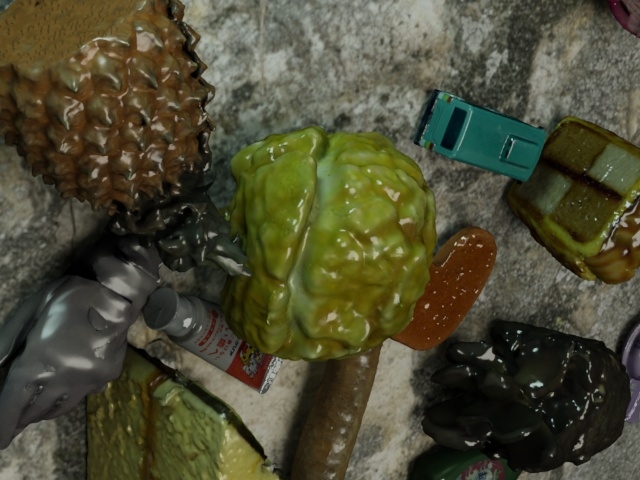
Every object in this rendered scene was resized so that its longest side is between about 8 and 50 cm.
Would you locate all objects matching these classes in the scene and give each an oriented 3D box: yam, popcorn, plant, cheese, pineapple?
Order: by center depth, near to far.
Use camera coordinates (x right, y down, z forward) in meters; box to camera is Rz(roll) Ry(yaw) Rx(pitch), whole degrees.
[{"bbox_3d":[-0.184,-0.095,1.556,0.223,0.223,0.357,-42,129,-17],"label":"pineapple"},{"bbox_3d":[0.000,0.009,1.741,0.282,0.247,0.282,-11,119,-21],"label":"popcorn"},{"bbox_3d":[0.023,0.198,1.933,0.081,0.081,0.357,-4,117,-38],"label":"yam"},{"bbox_3d":[0.285,0.207,2.106,0.276,0.199,0.188,3,101,-44],"label":"plant"},{"bbox_3d":[0.486,0.189,2.354,0.105,0.042,0.191,13,101,-41],"label":"cheese"}]

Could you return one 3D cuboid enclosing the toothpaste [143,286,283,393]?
[{"bbox_3d":[-0.116,0.113,1.824,0.234,0.057,0.089,30,86,-51],"label":"toothpaste"}]

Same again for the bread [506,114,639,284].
[{"bbox_3d":[0.352,-0.054,2.015,0.181,0.222,0.096,-49,129,1],"label":"bread"}]

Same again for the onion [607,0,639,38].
[{"bbox_3d":[0.463,-0.367,2.001,0.200,0.200,0.207,-25,111,-29],"label":"onion"}]

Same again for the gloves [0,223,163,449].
[{"bbox_3d":[-0.274,0.102,1.659,0.142,0.119,0.285,33,91,-12],"label":"gloves"}]

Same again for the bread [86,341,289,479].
[{"bbox_3d":[-0.124,0.224,1.722,0.198,0.263,0.236,-22,122,-34],"label":"bread"}]

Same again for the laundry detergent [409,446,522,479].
[{"bbox_3d":[0.219,0.338,2.191,0.211,0.063,0.137,-17,121,-36],"label":"laundry detergent"}]

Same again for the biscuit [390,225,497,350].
[{"bbox_3d":[0.133,0.044,1.999,0.192,0.036,0.186,31,92,-42],"label":"biscuit"}]

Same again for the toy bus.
[{"bbox_3d":[0.206,-0.128,1.946,0.160,0.092,0.079,14,101,-42],"label":"toy bus"}]
